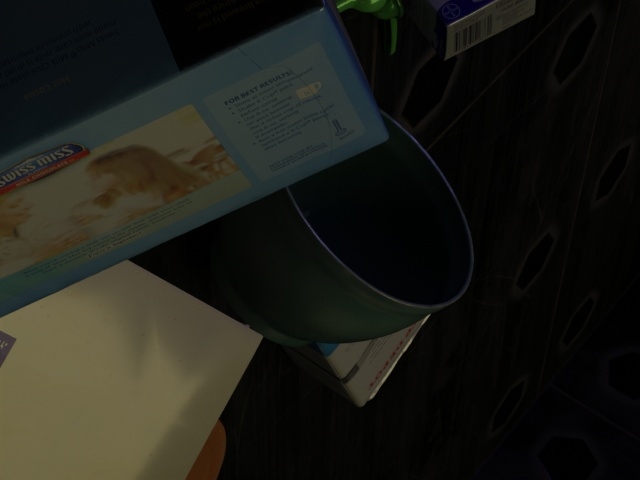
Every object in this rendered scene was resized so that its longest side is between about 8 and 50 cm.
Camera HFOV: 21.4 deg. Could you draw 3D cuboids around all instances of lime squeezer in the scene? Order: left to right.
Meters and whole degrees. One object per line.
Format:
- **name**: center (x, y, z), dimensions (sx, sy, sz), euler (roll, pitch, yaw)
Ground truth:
- **lime squeezer**: center (0.052, -0.256, 1.920), dimensions (0.310, 0.059, 0.110), euler (-9, 127, -63)

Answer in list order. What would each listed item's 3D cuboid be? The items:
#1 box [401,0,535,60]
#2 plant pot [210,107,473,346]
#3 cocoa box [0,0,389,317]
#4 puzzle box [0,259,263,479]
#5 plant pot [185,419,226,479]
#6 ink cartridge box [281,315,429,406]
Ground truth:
- **box**: center (0.159, -0.298, 1.935), dimensions (0.126, 0.137, 0.072), euler (-28, 153, -12)
- **plant pot**: center (0.000, 0.000, 1.899), dimensions (0.196, 0.293, 0.293), euler (-41, 171, 34)
- **cocoa box**: center (-0.163, -0.131, 1.191), dimensions (0.347, 0.228, 0.231), euler (-25, 157, 4)
- **puzzle box**: center (-0.260, 0.116, 1.464), dimensions (0.409, 0.052, 0.272), euler (33, 85, -40)
- **plant pot**: center (-0.233, 0.213, 1.729), dimensions (0.291, 0.203, 0.291), euler (-47, 156, -29)
- **ink cartridge box**: center (0.042, 0.060, 2.217), dimensions (0.223, 0.129, 0.307), euler (-54, 158, -11)
